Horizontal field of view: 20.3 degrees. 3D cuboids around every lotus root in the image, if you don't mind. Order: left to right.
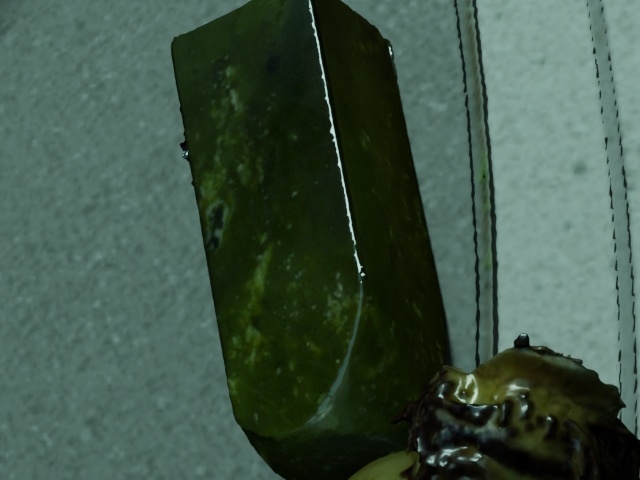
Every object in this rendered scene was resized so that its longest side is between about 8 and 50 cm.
[{"bbox_3d":[0.055,0.190,0.665,0.169,0.141,0.314,12,88,36],"label":"lotus root"}]

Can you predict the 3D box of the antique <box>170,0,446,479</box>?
[{"bbox_3d":[0.000,0.000,0.801,0.080,0.081,0.221,-23,63,24],"label":"antique"}]
